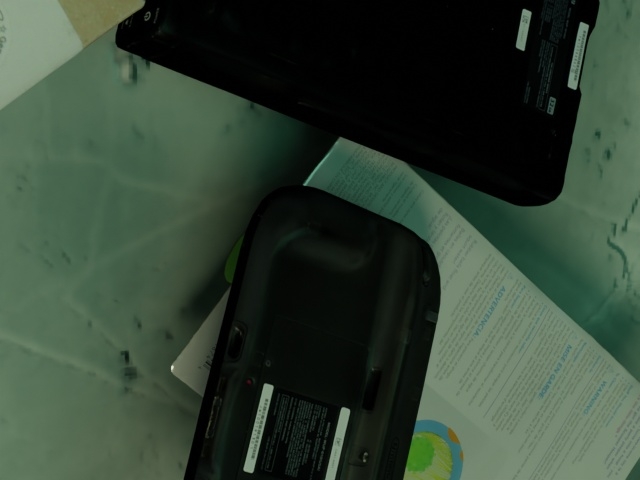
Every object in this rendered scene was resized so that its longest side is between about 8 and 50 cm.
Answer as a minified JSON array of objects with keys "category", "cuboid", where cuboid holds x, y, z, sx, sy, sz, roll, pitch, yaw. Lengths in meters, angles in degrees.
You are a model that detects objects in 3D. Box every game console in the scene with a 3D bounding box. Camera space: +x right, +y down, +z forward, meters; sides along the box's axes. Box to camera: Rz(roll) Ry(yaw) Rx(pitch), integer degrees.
[{"category":"game console","cuboid":[0.000,0.000,0.629,0.213,0.044,0.361,20,78,-33]}]

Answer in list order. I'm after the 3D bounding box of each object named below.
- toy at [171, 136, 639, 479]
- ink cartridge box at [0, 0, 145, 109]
[{"category":"toy","cuboid":[0.046,0.066,0.725,0.237,0.056,0.137,42,78,-30]},{"category":"ink cartridge box","cuboid":[-0.201,-0.093,0.489,0.234,0.088,0.193,-41,122,-19]}]
